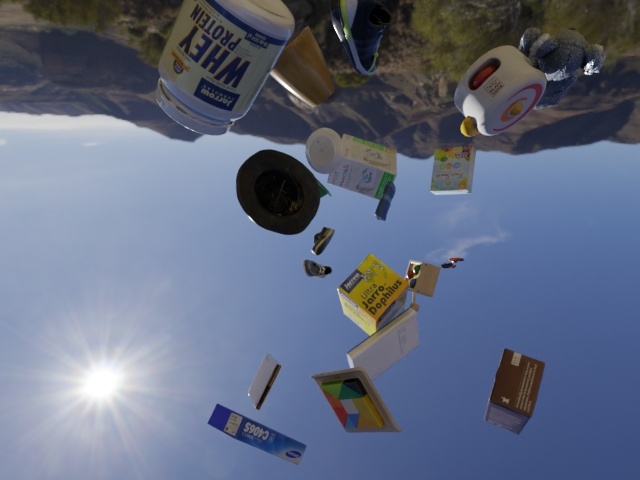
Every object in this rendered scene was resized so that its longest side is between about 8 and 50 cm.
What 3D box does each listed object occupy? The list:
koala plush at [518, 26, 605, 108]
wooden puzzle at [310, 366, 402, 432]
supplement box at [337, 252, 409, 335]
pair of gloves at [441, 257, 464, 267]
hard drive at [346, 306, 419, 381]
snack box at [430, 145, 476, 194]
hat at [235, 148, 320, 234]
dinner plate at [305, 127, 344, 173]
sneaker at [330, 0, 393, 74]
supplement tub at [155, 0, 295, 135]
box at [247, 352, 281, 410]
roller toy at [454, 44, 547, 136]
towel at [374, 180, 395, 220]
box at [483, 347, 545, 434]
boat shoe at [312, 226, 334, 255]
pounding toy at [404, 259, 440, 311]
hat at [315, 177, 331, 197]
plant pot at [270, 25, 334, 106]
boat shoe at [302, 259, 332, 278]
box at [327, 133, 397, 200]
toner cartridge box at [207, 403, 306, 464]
[{"bbox_3d":[0.613,-0.459,1.096,0.196,0.203,0.221,22,-174,5],"label":"koala plush"},{"bbox_3d":[0.096,0.485,1.257,0.221,0.238,0.044,-27,-171,44],"label":"wooden puzzle"},{"bbox_3d":[0.214,0.240,1.706,0.195,0.356,0.194,38,-105,22],"label":"supplement box"},{"bbox_3d":[0.529,0.090,1.700,0.083,0.010,0.074,-31,-165,-25],"label":"pair of gloves"},{"bbox_3d":[0.251,0.421,1.650,0.319,0.210,0.040,-30,-141,-21],"label":"hard drive"},{"bbox_3d":[0.602,-0.317,1.928,0.174,0.207,0.070,2,171,40],"label":"snack box"},{"bbox_3d":[-0.171,-0.169,1.559,0.331,0.331,0.134,-13,-179,-32],"label":"hat"},{"bbox_3d":[0.008,-0.276,1.309,0.141,0.141,0.017,14,-163,30],"label":"dinner plate"},{"bbox_3d":[0.097,-0.401,0.827,0.097,0.084,0.235,-4,172,22],"label":"sneaker"},{"bbox_3d":[-0.234,-0.436,0.996,0.235,0.325,0.235,27,-144,-21],"label":"supplement tub"},{"bbox_3d":[-0.208,0.507,1.545,0.021,0.164,0.201,29,169,-14],"label":"box"},{"bbox_3d":[0.451,-0.368,1.066,0.209,0.191,0.146,-24,-116,-13],"label":"roller toy"},{"bbox_3d":[0.207,-0.123,1.340,0.029,0.119,0.067,20,174,22],"label":"towel"},{"bbox_3d":[0.684,0.548,1.516,0.143,0.381,0.191,16,-114,28],"label":"box"},{"bbox_3d":[0.000,0.000,1.393,0.049,0.056,0.152,24,-150,12],"label":"boat shoe"},{"bbox_3d":[0.390,0.190,1.764,0.094,0.206,0.181,17,178,-12],"label":"pounding toy"},{"bbox_3d":[-0.066,-0.205,1.976,0.173,0.183,0.208,52,-171,32],"label":"hat"},{"bbox_3d":[-0.066,-0.680,1.723,0.237,0.254,0.237,-33,-154,18],"label":"plant pot"},{"bbox_3d":[-0.011,0.110,1.703,0.065,0.075,0.206,-17,162,17],"label":"boat shoe"},{"bbox_3d":[0.163,-0.282,1.623,0.231,0.126,0.262,19,-148,-1],"label":"box"},{"bbox_3d":[-0.217,0.688,1.499,0.165,0.348,0.075,2,-123,43],"label":"toner cartridge box"}]
